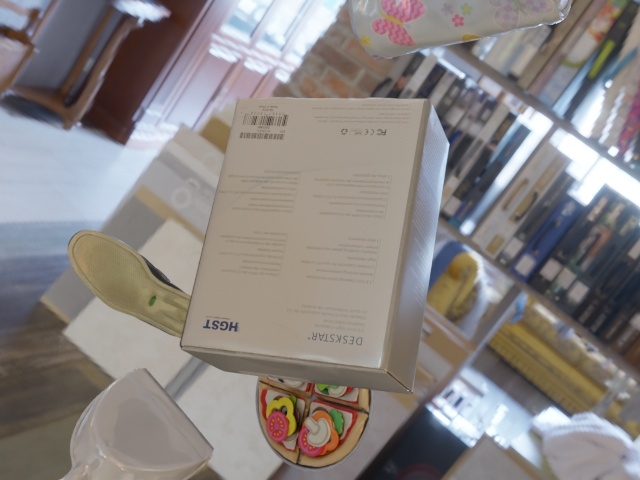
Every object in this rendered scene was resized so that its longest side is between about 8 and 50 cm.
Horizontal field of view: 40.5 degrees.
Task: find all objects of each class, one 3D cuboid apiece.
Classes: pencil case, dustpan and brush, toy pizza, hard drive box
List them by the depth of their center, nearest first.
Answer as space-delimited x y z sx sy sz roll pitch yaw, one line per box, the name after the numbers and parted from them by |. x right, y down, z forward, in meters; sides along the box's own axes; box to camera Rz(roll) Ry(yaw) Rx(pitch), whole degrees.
0.000 0.000 0.741 0.181 0.232 0.089 4 -19 22 | hard drive box
-0.239 0.239 0.954 0.147 0.060 0.211 45 33 17 | dustpan and brush
0.170 -0.306 1.072 0.113 0.273 0.124 -41 120 -55 | pencil case
-0.016 0.216 1.199 0.201 0.201 0.032 44 16 33 | toy pizza

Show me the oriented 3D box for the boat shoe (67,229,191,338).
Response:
-0.265 0.064 1.228 0.233 0.084 0.079 40 -11 -30 | boat shoe
